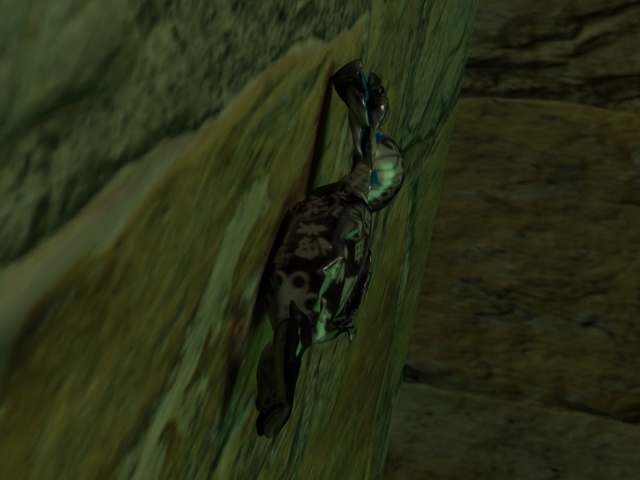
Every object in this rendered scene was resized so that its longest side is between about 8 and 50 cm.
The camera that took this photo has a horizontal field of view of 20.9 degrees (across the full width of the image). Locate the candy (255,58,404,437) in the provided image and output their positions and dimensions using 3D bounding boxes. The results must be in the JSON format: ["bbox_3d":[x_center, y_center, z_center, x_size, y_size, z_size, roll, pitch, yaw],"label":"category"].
[{"bbox_3d":[0.001,0.000,0.900,0.094,0.051,0.226,79,21,-46],"label":"candy"}]
